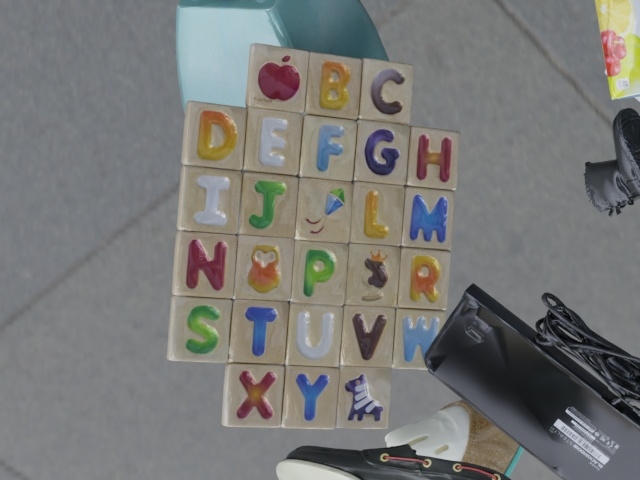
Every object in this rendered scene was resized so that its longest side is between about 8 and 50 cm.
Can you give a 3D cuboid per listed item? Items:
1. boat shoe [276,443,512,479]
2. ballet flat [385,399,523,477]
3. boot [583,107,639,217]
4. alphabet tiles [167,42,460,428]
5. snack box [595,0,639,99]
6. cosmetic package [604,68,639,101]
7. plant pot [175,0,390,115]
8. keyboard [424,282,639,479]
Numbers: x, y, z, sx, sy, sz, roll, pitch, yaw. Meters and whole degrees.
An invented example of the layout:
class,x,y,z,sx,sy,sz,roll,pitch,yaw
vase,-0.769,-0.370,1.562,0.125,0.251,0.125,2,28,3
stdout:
class,x,y,z,sx,sy,sz,roll,pitch,yaw
boat shoe,0.040,0.133,0.922,0.133,0.042,0.049,10,139,24
ballet flat,0.097,0.272,1.793,0.124,0.116,0.342,30,94,-25
boot,0.356,-0.092,2.063,0.045,0.099,0.121,-27,97,-35
alphabet tiles,0.000,0.000,1.562,0.285,0.011,0.343,5,89,-29
snack box,0.351,-0.251,1.639,0.174,0.070,0.207,-8,92,26
cosmetic package,0.432,-0.160,1.836,0.231,0.085,0.117,37,79,-5
plant pot,-0.042,-0.171,1.680,0.165,0.165,0.234,5,138,27
keyboard,0.151,0.090,0.906,0.192,0.038,0.100,38,138,9
